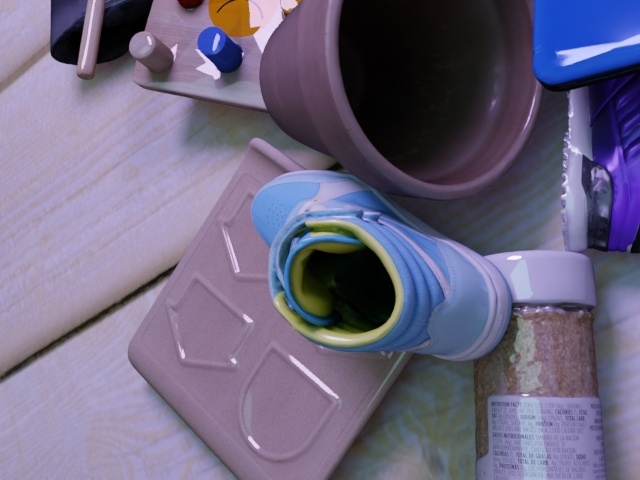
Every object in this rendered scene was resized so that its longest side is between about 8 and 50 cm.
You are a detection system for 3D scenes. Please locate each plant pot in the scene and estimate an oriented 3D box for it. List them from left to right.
[{"bbox_3d":[0.056,-0.175,0.742,0.229,0.263,0.263,9,83,58],"label":"plant pot"}]

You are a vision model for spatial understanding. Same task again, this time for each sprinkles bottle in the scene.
[{"bbox_3d":[0.201,0.191,0.676,0.121,0.121,0.356,-6,76,28],"label":"sprinkles bottle"}]

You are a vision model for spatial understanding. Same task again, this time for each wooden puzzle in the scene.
[{"bbox_3d":[-0.046,0.101,0.864,0.322,0.080,0.348,37,103,30],"label":"wooden puzzle"}]

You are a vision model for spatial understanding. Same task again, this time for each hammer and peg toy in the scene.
[{"bbox_3d":[-0.144,-0.298,0.935,0.361,0.127,0.266,13,86,17],"label":"hammer and peg toy"}]

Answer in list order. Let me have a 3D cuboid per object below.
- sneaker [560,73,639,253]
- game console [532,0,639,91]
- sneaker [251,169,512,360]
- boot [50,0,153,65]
[{"bbox_3d":[0.314,-0.129,0.704,0.146,0.102,0.294,3,85,24],"label":"sneaker"},{"bbox_3d":[0.345,-0.253,0.665,0.250,0.173,0.293,-9,63,38],"label":"game console"},{"bbox_3d":[0.000,0.000,0.671,0.319,0.208,0.127,27,101,40],"label":"sneaker"},{"bbox_3d":[-0.405,-0.470,1.158,0.366,0.146,0.446,-21,74,26],"label":"boot"}]
